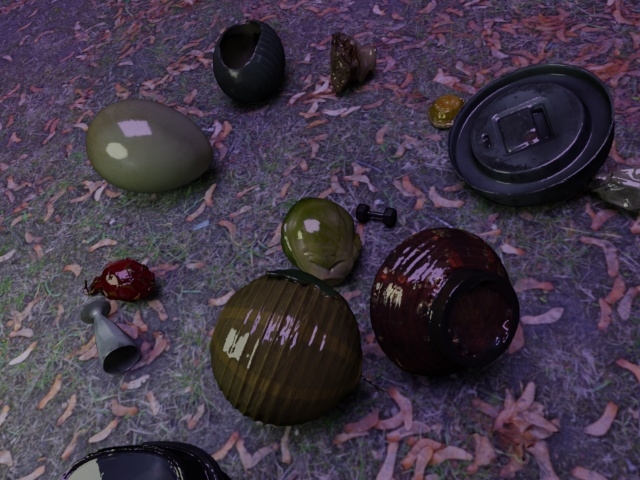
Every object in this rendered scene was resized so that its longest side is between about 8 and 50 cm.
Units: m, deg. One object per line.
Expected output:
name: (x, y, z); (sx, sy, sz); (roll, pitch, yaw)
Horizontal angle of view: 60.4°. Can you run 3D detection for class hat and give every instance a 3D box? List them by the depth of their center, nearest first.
hat: (0.591, -0.105, 1.005); (0.166, 0.081, 0.122); (-21, 10, -18)

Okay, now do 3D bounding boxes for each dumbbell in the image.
dumbbell: (0.113, -0.053, 1.120); (0.084, 0.040, 0.036); (11, 26, 23)

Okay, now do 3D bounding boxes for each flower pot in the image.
flower pot: (-0.187, -0.472, 1.454); (0.190, 0.157, 0.242); (-4, 52, 12)

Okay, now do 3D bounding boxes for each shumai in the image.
shumai: (0.083, -0.452, 1.381); (0.116, 0.145, 0.145); (3, 54, 7)

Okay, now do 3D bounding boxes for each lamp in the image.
lamp: (-0.029, 0.175, 0.866); (0.285, 0.250, 0.250); (20, 60, 4)
lamp: (0.187, 0.097, 0.871); (0.247, 0.246, 0.246); (-8, 52, 11)

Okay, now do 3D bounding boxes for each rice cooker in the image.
rice cooker: (-0.230, 0.414, 0.749); (0.268, 0.224, 0.267); (-9, 50, 11)

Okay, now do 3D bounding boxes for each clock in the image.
clock: (0.407, -0.207, 1.076); (0.313, 0.061, 0.312); (-17, 54, 26)

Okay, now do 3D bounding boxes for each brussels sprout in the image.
brussels sprout: (-0.005, -0.005, 1.060); (0.131, 0.145, 0.183); (-28, 39, 30)

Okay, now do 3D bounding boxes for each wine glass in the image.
wine glass: (-0.416, 0.186, 1.080); (0.073, 0.073, 0.155); (-38, 49, -13)

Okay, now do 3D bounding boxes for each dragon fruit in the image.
dragon fruit: (-0.433, 0.086, 1.147); (0.191, 0.094, 0.094); (-4, 53, 22)

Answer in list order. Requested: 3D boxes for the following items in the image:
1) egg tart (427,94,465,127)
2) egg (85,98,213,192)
egg tart: (0.291, -0.300, 1.254); (0.105, 0.039, 0.105); (-10, 51, 12)
egg: (-0.396, -0.218, 1.285); (0.296, 0.218, 0.218); (6, 55, 9)
